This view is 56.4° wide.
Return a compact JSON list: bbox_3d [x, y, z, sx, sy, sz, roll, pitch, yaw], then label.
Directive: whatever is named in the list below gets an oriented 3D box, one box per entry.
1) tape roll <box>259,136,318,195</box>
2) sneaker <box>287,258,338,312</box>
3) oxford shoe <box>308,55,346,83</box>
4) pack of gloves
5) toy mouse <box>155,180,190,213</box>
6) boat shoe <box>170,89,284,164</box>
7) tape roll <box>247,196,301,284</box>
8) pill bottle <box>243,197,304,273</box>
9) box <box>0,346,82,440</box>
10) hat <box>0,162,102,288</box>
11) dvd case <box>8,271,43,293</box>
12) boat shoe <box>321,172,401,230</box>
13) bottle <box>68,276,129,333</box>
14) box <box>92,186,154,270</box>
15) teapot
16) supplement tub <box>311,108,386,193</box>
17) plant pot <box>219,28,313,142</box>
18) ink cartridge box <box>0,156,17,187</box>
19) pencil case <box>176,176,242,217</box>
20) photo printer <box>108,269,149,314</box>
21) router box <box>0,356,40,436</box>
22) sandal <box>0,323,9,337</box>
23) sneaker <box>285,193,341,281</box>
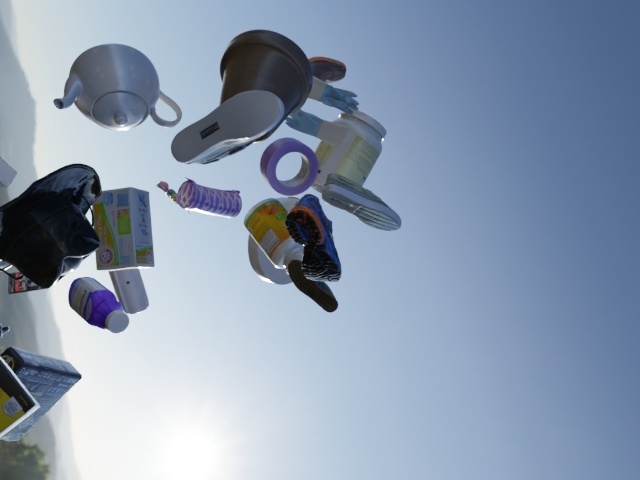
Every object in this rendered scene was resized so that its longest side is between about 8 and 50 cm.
[{"bbox_3d":[-0.108,-0.254,2.055,0.080,0.189,0.189,-134,-140,-57],"label":"tape roll"},{"bbox_3d":[-0.026,0.128,1.738,0.192,0.064,0.086,46,3,-8],"label":"sneaker"},{"bbox_3d":[-0.058,-0.585,2.210,0.130,0.364,0.132,113,-41,-57],"label":"oxford shoe"},{"bbox_3d":[0.001,-0.440,1.993,0.195,0.232,0.046,-61,-159,28],"label":"pack of gloves"},{"bbox_3d":[-0.526,-0.171,2.077,0.143,0.031,0.161,33,-12,37],"label":"toy mouse"},{"bbox_3d":[-0.203,-0.252,1.391,0.301,0.102,0.108,-24,-102,23],"label":"boat shoe"},{"bbox_3d":[-0.159,0.000,2.642,0.072,0.392,0.392,12,-67,39],"label":"tape roll"},{"bbox_3d":[-0.116,-0.002,1.832,0.245,0.136,0.136,50,-35,23],"label":"pill bottle"},{"bbox_3d":[-1.021,0.524,1.993,0.097,0.318,0.395,39,-10,15],"label":"box"},{"bbox_3d":[-0.509,0.009,1.126,0.134,0.331,0.331,50,-29,2],"label":"hat"},{"bbox_3d":[-1.045,0.145,2.127,0.013,0.119,0.087,101,-25,-52],"label":"dvd case"},{"bbox_3d":[0.142,-0.127,1.934,0.109,0.302,0.094,-31,-140,50],"label":"boat shoe"},{"bbox_3d":[-0.677,0.202,1.825,0.283,0.092,0.118,23,-77,44],"label":"bottle"},{"bbox_3d":[-0.505,-0.026,1.533,0.103,0.114,0.203,14,69,-78],"label":"box"},{"bbox_3d":[-0.540,-0.384,1.605,0.252,0.256,0.187,67,2,-62],"label":"teapot"},{"bbox_3d":[0.098,-0.330,2.353,0.325,0.235,0.235,-61,-152,-4],"label":"supplement tub"},{"bbox_3d":[-0.171,-0.391,1.611,0.263,0.263,0.229,119,-10,-54],"label":"plant pot"},{"bbox_3d":[-1.105,-0.234,1.929,0.115,0.198,0.067,68,33,-57],"label":"ink cartridge box"},{"bbox_3d":[-0.314,-0.119,1.718,0.086,0.206,0.088,29,-78,34],"label":"pencil case"},{"bbox_3d":[-0.767,0.105,2.313,0.256,0.107,0.307,25,-49,60],"label":"photo printer"},{"bbox_3d":[-0.595,0.260,1.022,0.179,0.133,0.046,48,-22,6],"label":"router box"},{"bbox_3d":[-0.801,0.217,1.447,0.179,0.067,0.040,-178,-101,-74],"label":"sandal"},{"bbox_3d":[0.000,0.000,1.168,0.221,0.083,0.087,74,27,-43],"label":"sneaker"}]
